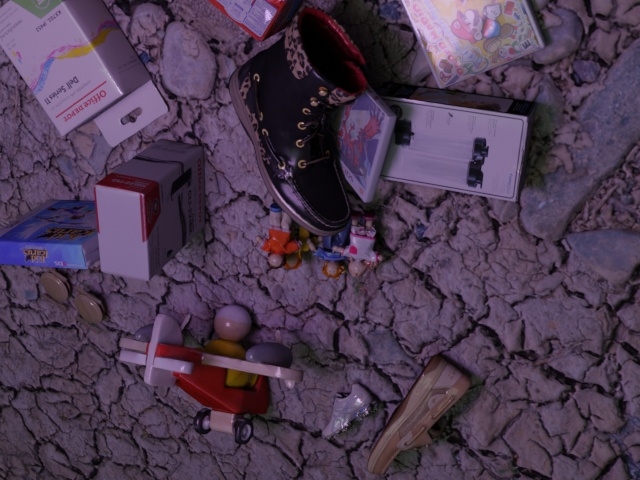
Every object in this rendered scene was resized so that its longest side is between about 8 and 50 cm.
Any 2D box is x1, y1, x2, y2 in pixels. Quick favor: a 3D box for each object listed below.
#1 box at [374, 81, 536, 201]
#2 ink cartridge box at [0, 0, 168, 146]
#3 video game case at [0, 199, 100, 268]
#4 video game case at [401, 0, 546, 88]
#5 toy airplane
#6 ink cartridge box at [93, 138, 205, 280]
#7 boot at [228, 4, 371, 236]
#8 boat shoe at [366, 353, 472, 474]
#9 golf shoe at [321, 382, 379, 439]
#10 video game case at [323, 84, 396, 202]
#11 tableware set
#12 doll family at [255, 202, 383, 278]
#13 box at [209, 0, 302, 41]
[{"bbox_3d":[0.238,-0.184,1.670,0.290,0.087,0.169,11,119,19],"label":"box"},{"bbox_3d":[-0.501,-0.362,1.885,0.207,0.119,0.353,-26,102,31],"label":"ink cartridge box"},{"bbox_3d":[-0.562,-0.019,2.010,0.269,0.244,0.061,2,115,22],"label":"video game case"},{"bbox_3d":[0.257,-0.405,1.587,0.206,0.026,0.227,-18,107,30],"label":"video game case"},{"bbox_3d":[-0.248,0.251,1.996,0.386,0.272,0.384,26,156,-6],"label":"toy airplane"},{"bbox_3d":[-0.344,-0.070,1.875,0.114,0.273,0.197,10,119,15],"label":"ink cartridge box"},{"bbox_3d":[-0.010,-0.214,1.655,0.284,0.138,0.377,-36,77,55],"label":"boot"},{"bbox_3d":[0.207,0.402,1.960,0.110,0.121,0.341,32,122,7],"label":"boat shoe"},{"bbox_3d":[0.055,0.388,2.066,0.176,0.069,0.086,-43,74,31],"label":"golf shoe"},{"bbox_3d":[0.065,-0.203,1.694,0.183,0.023,0.201,54,145,36],"label":"video game case"},{"bbox_3d":[-0.604,0.133,2.231,0.194,0.039,0.128,31,135,14],"label":"tableware set"},{"bbox_3d":[0.000,0.000,1.871,0.263,0.118,0.163,6,112,1],"label":"doll family"},{"bbox_3d":[-0.153,-0.501,1.660,0.257,0.122,0.128,39,123,2],"label":"box"}]
